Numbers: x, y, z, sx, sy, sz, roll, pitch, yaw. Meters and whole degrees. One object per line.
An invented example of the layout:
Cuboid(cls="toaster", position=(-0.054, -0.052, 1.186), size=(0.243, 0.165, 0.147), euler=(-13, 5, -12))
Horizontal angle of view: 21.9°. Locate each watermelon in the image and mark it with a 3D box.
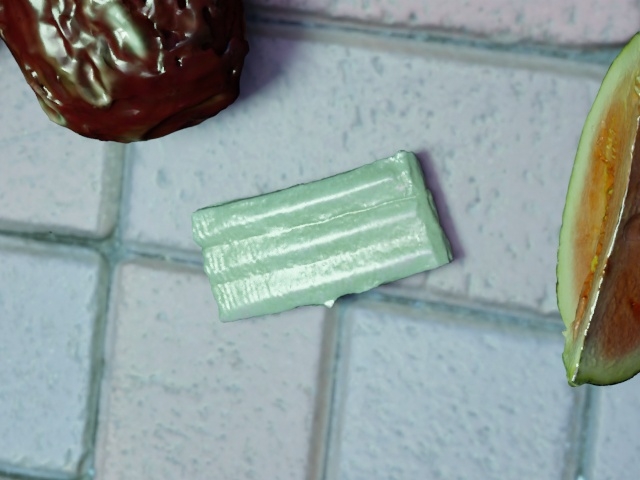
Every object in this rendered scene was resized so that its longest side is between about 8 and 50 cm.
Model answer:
Cuboid(cls="watermelon", position=(0.261, -0.032, 1.447), size=(0.128, 0.159, 0.303), euler=(20, 102, 45))

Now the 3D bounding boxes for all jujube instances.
Cuboid(cls="jujube", position=(-0.206, -0.277, 1.513), size=(0.258, 0.258, 0.376), euler=(-19, 86, 17))

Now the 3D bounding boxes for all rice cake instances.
Cuboid(cls="rice cake", position=(0.000, 0.000, 1.568), size=(0.237, 0.043, 0.127), euler=(-17, 91, 18))
